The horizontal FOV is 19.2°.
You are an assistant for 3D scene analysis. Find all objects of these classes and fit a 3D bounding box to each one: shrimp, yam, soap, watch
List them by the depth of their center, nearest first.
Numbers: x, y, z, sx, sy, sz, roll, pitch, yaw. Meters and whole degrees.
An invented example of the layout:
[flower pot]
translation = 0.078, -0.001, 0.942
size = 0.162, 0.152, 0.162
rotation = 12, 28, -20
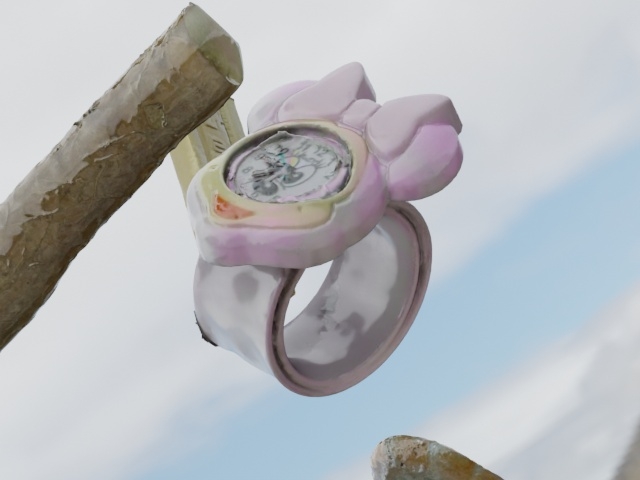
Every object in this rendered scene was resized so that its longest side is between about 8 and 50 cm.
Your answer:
[yam]
translation = -0.157, -0.024, 1.168
size = 0.299, 0.066, 0.066
rotation = -47, -16, 16
[shrimp]
translation = 0.114, 0.219, 1.475
size = 0.132, 0.187, 0.051
rotation = -1, 47, 52
[watch]
translation = 0.000, 0.000, 1.632
size = 0.248, 0.211, 0.217
rotation = -37, -45, -28
[soap]
translation = -0.095, -0.053, 1.791
size = 0.037, 0.252, 0.092
rotation = -37, -38, 26
